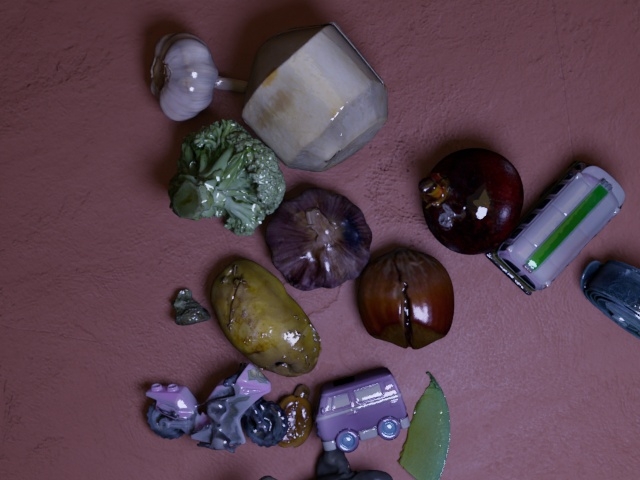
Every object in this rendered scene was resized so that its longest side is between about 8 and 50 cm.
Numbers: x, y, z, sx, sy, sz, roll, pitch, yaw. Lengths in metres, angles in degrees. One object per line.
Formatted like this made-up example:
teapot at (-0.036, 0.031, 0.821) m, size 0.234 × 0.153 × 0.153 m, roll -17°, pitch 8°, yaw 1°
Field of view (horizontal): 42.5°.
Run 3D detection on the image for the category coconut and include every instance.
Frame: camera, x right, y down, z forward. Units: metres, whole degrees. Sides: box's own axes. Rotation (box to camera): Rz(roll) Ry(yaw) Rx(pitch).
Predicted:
coconut at (-0.018, -0.312, 1.778) m, size 0.323 × 0.323 × 0.323 m, roll 0°, pitch 86°, yaw 1°

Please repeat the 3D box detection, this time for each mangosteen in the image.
mangosteen at (0.300, -0.091, 1.768) m, size 0.261 × 0.235 × 0.235 m, roll 14°, pitch 86°, yaw -34°

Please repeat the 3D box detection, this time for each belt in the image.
belt at (0.688, 0.135, 1.777) m, size 0.267 × 0.206 × 0.116 m, roll 37°, pitch 85°, yaw 10°

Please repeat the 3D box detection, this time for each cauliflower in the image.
cauliflower at (-0.228, -0.125, 1.782) m, size 0.272 × 0.250 × 0.275 m, roll 43°, pitch 133°, yaw 11°

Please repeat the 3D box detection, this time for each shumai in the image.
shumai at (-0.296, 0.150, 1.865) m, size 0.083 × 0.082 × 0.080 m, roll -9°, pitch 85°, yaw -23°

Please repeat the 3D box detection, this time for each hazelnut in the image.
hazelnut at (0.185, 0.126, 1.800) m, size 0.212 × 0.181 × 0.181 m, roll -3°, pitch 128°, yaw 11°

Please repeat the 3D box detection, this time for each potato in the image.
potato at (-0.124, 0.180, 1.823) m, size 0.173 × 0.140 × 0.300 m, roll -41°, pitch 85°, yaw -4°

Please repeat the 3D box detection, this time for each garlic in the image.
garlic at (-0.264, -0.375, 1.868) m, size 0.226 × 0.199 × 0.199 m, roll -2°, pitch 86°, yaw -29°
garlic at (0.000, 0.000, 1.822) m, size 0.245 × 0.160 × 0.245 m, roll 0°, pitch 89°, yaw -8°

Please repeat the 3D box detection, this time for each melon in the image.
melon at (0.240, 0.430, 1.858) m, size 0.114 × 0.053 × 0.261 m, roll 6°, pitch 82°, yaw 20°

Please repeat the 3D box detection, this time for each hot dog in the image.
hot dog at (-0.060, 0.396, 1.852) m, size 0.090 × 0.060 × 0.140 m, roll 4°, pitch 93°, yaw -3°

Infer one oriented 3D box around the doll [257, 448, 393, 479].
doll at (-0.014, 0.605, 1.696) m, size 0.252 × 0.378 × 0.382 m, roll 10°, pitch 71°, yaw 36°

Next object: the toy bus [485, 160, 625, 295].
toy bus at (0.525, -0.035, 1.803) m, size 0.143 × 0.179 × 0.305 m, roll 44°, pitch 88°, yaw 3°

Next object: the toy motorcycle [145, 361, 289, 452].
toy motorcycle at (-0.230, 0.355, 1.803) m, size 0.327 × 0.143 × 0.188 m, roll 1°, pitch 105°, yaw 14°

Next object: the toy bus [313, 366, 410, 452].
toy bus at (0.083, 0.371, 1.809) m, size 0.202 × 0.142 × 0.142 m, roll -17°, pitch 92°, yaw -1°
